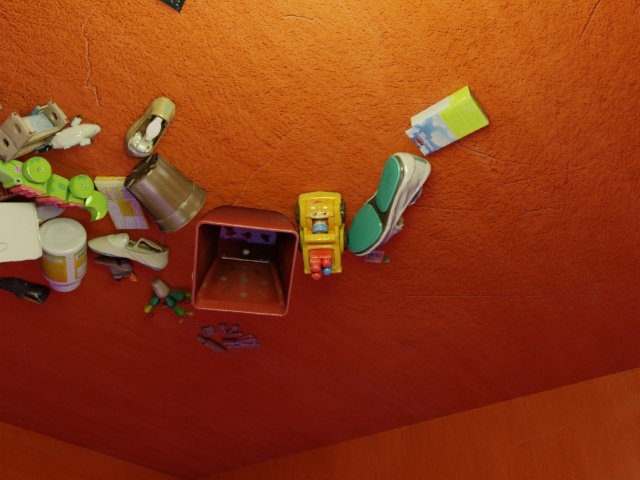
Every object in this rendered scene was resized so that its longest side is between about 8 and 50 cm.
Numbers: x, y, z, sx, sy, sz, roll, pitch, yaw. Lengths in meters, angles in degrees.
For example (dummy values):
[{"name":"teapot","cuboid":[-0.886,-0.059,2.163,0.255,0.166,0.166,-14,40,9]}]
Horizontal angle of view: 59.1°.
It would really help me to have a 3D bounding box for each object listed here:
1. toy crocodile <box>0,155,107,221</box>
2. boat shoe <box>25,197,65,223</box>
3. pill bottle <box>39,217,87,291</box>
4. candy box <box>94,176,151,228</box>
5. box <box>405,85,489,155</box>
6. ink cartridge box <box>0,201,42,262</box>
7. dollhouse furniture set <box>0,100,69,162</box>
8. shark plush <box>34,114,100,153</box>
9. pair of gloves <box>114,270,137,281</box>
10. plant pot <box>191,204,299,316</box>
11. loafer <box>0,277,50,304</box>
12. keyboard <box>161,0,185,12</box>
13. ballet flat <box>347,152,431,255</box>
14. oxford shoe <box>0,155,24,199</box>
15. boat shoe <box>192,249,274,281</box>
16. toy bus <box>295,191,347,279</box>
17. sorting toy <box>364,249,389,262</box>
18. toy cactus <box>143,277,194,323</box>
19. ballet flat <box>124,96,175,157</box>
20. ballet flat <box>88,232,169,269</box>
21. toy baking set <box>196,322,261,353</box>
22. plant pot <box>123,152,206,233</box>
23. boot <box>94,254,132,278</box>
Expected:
[{"name":"toy crocodile","cuboid":[-0.720,-0.140,1.496,0.115,0.105,0.340,-5,163,30]},{"name":"boat shoe","cuboid":[-0.850,-0.069,1.664,0.226,0.076,0.083,-15,139,19]},{"name":"pill bottle","cuboid":[-0.803,0.054,1.767,0.136,0.137,0.246,11,140,-13]},{"name":"candy box","cuboid":[-0.575,-0.106,1.652,0.105,0.027,0.206,2,141,3]},{"name":"box","cuboid":[0.310,-0.291,1.397,0.178,0.043,0.109,-26,134,29]},{"name":"ink cartridge box","cuboid":[-0.992,0.000,1.525,0.384,0.161,0.279,-7,-179,31]},{"name":"dollhouse furniture set","cuboid":[-0.736,-0.312,1.352,0.128,0.129,0.184,-29,103,31]},{"name":"shark plush","cuboid":[-0.627,-0.245,1.407,0.161,0.067,0.073,-36,105,-4]},{"name":"pair of gloves","cuboid":[-0.679,0.121,1.950,0.083,0.010,0.074,1,141,1]},{"name":"plant pot","cuboid":[-0.214,0.033,1.616,0.267,0.236,0.267,6,115,-8]},{"name":"loafer","cuboid":[-1.047,0.179,1.986,0.169,0.061,0.062,15,140,-16]},{"name":"keyboard","cuboid":[-0.266,-0.537,1.117,0.108,0.023,0.180,27,135,-20]},{"name":"ballet flat","cuboid":[0.199,-0.088,1.602,0.139,0.139,0.400,11,139,-13]},{"name":"oxford shoe","cuboid":[-0.976,-0.151,1.555,0.396,0.141,0.146,-6,173,-1]},{"name":"boat shoe","cuboid":[-0.250,0.079,1.824,0.324,0.117,0.097,-19,180,7]},{"name":"toy bus","cuboid":[0.000,0.000,1.620,0.149,0.212,0.220,-1,128,4]},{"name":"sorting toy","cuboid":[0.190,0.054,1.854,0.083,0.012,0.062,5,141,-5]},{"name":"toy cactus","cuboid":[-0.549,0.214,2.007,0.218,0.112,0.181,-6,132,21]},{"name":"ballet flat","cuboid":[-0.438,-0.265,1.416,0.080,0.073,0.232,24,136,-25]},{"name":"ballet flat","cuboid":[-0.597,0.019,1.781,0.248,0.086,0.086,19,138,-24]},{"name":"toy baking set","cuboid":[-0.370,0.407,2.286,0.196,0.030,0.256,-23,136,26]},{"name":"plant pot","cuboid":[-0.425,-0.135,1.523,0.166,0.167,0.165,-22,128,26]},{"name":"boot","cuboid":[-0.688,0.091,1.881,0.118,0.042,0.087,2,133,-14]}]
